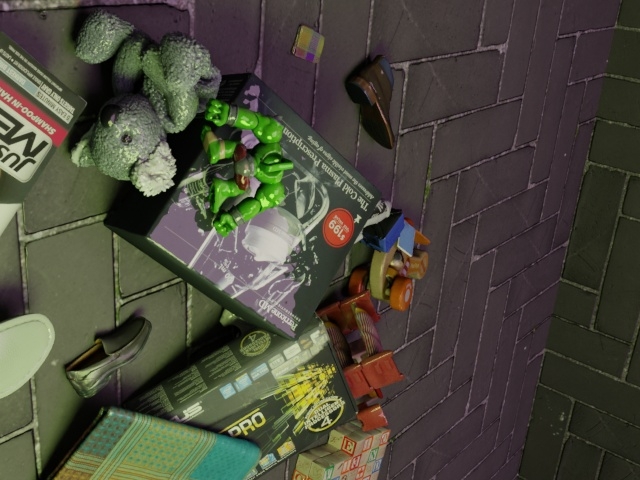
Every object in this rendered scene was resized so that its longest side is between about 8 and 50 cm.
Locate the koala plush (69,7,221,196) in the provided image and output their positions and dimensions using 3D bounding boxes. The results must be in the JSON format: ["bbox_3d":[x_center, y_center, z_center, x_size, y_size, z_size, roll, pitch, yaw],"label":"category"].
[{"bbox_3d":[-0.262,-0.184,1.157,0.203,0.196,0.221,41,69,-72],"label":"koala plush"}]

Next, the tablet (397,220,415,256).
[{"bbox_3d":[0.207,-0.007,1.898,0.054,0.006,0.083,36,48,-31],"label":"tablet"}]

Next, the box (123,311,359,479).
[{"bbox_3d":[-0.139,0.332,1.549,0.395,0.097,0.318,-30,131,-12],"label":"box"}]

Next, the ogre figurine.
[{"bbox_3d":[-0.109,-0.109,1.165,0.118,0.097,0.197,-8,89,-21],"label":"ogre figurine"}]

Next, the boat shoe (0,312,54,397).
[{"bbox_3d":[-0.516,0.194,1.093,0.302,0.091,0.114,-36,125,-35],"label":"boat shoe"}]

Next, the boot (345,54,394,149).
[{"bbox_3d":[0.139,-0.302,1.729,0.106,0.082,0.219,-53,141,-18],"label":"boot"}]

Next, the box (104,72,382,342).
[{"bbox_3d":[-0.120,-0.053,1.334,0.343,0.179,0.312,39,76,-33],"label":"box"}]

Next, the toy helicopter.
[{"bbox_3d":[0.206,0.044,2.004,0.355,0.140,0.235,1,98,-65],"label":"toy helicopter"}]

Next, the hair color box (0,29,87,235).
[{"bbox_3d":[-0.479,-0.079,0.976,0.374,0.114,0.185,-60,145,-11],"label":"hair color box"}]

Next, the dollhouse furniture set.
[{"bbox_3d":[0.119,0.316,1.889,0.152,0.201,0.374,-23,137,3],"label":"dollhouse furniture set"}]

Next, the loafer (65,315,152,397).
[{"bbox_3d":[-0.357,0.187,1.336,0.170,0.062,0.061,-50,137,-27],"label":"loafer"}]

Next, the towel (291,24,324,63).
[{"bbox_3d":[-0.023,-0.381,1.528,0.083,0.009,0.060,4,103,-55],"label":"towel"}]

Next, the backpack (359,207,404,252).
[{"bbox_3d":[0.120,-0.030,1.818,0.098,0.120,0.101,-50,152,-28],"label":"backpack"}]

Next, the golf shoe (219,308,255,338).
[{"bbox_3d":[-0.146,0.172,1.623,0.086,0.069,0.176,-52,136,-6],"label":"golf shoe"}]

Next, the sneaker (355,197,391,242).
[{"bbox_3d":[0.000,0.000,1.661,0.366,0.137,0.210,-8,115,-46],"label":"sneaker"}]

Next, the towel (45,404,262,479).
[{"bbox_3d":[-0.309,0.433,1.422,0.370,0.040,0.271,31,102,-42],"label":"towel"}]

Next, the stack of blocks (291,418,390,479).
[{"bbox_3d":[0.055,0.590,2.092,0.297,0.087,0.171,-2,109,-53],"label":"stack of blocks"}]
